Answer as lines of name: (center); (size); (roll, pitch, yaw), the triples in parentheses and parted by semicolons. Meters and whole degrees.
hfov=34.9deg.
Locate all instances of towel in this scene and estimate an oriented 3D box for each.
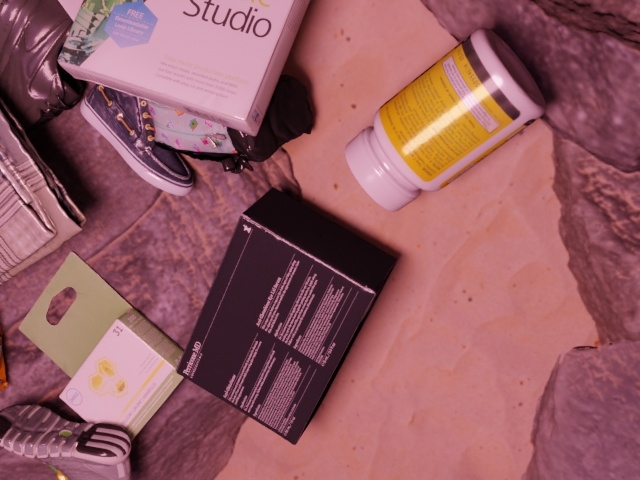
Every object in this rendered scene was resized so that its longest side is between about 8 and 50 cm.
towel: (-0.491, -0.073, 1.294); (0.324, 0.056, 0.312); (-30, 97, 28)

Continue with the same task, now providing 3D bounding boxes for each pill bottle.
pill bottle: (0.136, -0.130, 1.142); (0.208, 0.119, 0.119); (-37, 92, 24)

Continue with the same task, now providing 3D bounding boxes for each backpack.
backpack: (-0.119, -0.158, 1.212); (0.181, 0.152, 0.115); (11, 116, 32)

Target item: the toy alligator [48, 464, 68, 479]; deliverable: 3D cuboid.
toy alligator: (-0.366, 0.332, 1.493); (0.051, 0.056, 0.190); (-35, 85, -20)

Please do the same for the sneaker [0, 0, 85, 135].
sneaker: (-0.377, -0.187, 1.307); (0.130, 0.109, 0.286); (30, 115, 1)

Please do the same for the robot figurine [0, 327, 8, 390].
robot figurine: (-0.545, 0.085, 1.453); (0.211, 0.085, 0.291); (-2, 106, 18)

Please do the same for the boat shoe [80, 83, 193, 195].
boat shoe: (-0.218, -0.141, 1.285); (0.183, 0.065, 0.083); (42, 116, 3)

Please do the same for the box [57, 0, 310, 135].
box: (-0.123, -0.300, 1.130); (0.232, 0.058, 0.322); (19, 80, 12)

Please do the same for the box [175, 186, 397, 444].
box: (-0.046, 0.095, 1.265); (0.184, 0.103, 0.261); (29, 121, 5)

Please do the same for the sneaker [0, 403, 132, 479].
sneaker: (-0.362, 0.314, 1.425); (0.228, 0.086, 0.132); (9, 123, 24)

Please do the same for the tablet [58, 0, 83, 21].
tablet: (-0.280, -0.304, 1.258); (0.054, 0.083, 0.006); (54, 159, -3)

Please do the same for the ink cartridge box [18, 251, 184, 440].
ink cartridge box: (-0.310, 0.155, 1.415); (0.235, 0.056, 0.171); (41, 115, 1)
